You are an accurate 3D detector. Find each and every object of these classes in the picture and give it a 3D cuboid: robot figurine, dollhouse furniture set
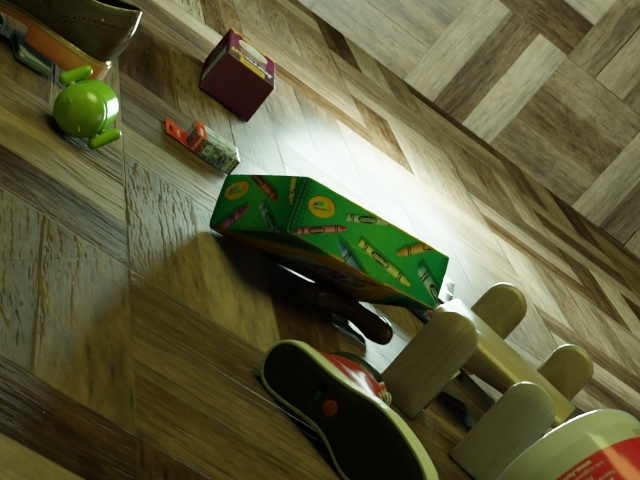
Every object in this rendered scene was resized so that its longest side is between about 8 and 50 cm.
[{"bbox_3d":[-0.291,-0.163,1.791,0.115,0.067,0.101,-59,129,-76],"label":"robot figurine"},{"bbox_3d":[0.331,0.196,1.908,0.394,0.256,0.362,43,15,11],"label":"dollhouse furniture set"}]

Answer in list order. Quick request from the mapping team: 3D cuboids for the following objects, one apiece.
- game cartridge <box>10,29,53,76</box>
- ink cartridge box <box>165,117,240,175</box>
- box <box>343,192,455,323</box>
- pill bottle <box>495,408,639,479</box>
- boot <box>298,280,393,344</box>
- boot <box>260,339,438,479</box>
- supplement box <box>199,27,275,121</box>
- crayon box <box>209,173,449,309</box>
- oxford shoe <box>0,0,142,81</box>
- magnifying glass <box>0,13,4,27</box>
[{"bbox_3d":[-0.382,-0.247,1.916,0.056,0.017,0.083,27,19,-30],"label":"game cartridge"},{"bbox_3d":[-0.172,-0.146,2.108,0.115,0.029,0.063,35,16,-21],"label":"ink cartridge box"},{"bbox_3d":[0.106,0.028,2.255,0.233,0.044,0.159,40,15,-1],"label":"box"},{"bbox_3d":[0.359,0.388,1.477,0.229,0.229,0.407,20,25,-52],"label":"pill bottle"},{"bbox_3d":[0.031,0.093,1.898,0.106,0.037,0.114,35,5,39],"label":"boot"},{"bbox_3d":[0.064,0.202,1.579,0.244,0.088,0.176,44,13,28],"label":"boot"},{"bbox_3d":[-0.141,-0.287,2.492,0.104,0.081,0.188,37,15,-14],"label":"supplement box"},{"bbox_3d":[0.014,0.002,1.888,0.278,0.081,0.165,28,-15,-38],"label":"crayon box"},{"bbox_3d":[-0.400,-0.365,1.894,0.364,0.132,0.130,36,16,-18],"label":"oxford shoe"},{"bbox_3d":[-0.494,-0.351,1.922,0.231,0.026,0.092,48,17,29],"label":"magnifying glass"}]
